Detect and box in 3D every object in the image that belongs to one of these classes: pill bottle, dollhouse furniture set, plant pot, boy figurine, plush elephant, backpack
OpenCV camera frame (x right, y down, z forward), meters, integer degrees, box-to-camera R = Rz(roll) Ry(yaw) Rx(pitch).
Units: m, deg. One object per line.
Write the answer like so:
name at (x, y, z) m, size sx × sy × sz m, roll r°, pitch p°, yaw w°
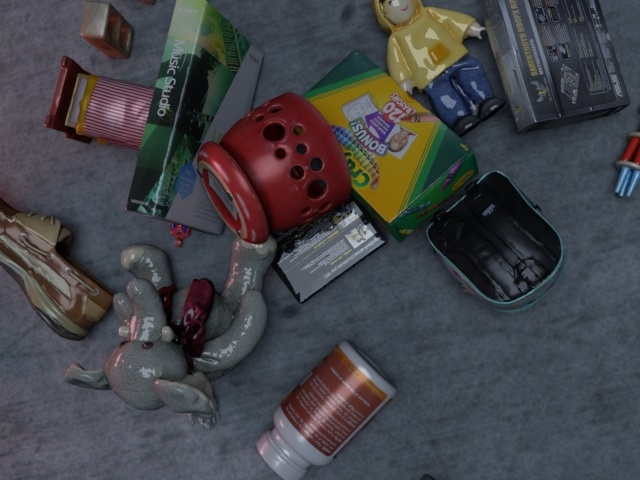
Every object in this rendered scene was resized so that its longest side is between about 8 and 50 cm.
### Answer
pill bottle at (0.006, 0.269, 1.203) m, size 0.121 × 0.121 × 0.216 m, roll 44°, pitch 91°, yaw 7°
dollhouse furniture set at (-0.288, -0.326, 1.258) m, size 0.202 × 0.152 × 0.373 m, roll 11°, pitch 87°, yaw 6°
plant pot at (-0.076, -0.099, 1.147) m, size 0.174 × 0.191 × 0.191 m, roll -32°, pitch 83°, yaw -17°
boy figurine at (0.185, -0.308, 1.245) m, size 0.177 × 0.092 × 0.285 m, roll -33°, pitch 87°, yaw 5°
plush elephant at (-0.230, 0.146, 1.156) m, size 0.272 × 0.255 × 0.329 m, roll 1°, pitch 91°, yaw 18°
backpack at (0.277, 0.016, 1.176) m, size 0.166 × 0.144 × 0.188 m, roll -41°, pitch 57°, yaw -1°

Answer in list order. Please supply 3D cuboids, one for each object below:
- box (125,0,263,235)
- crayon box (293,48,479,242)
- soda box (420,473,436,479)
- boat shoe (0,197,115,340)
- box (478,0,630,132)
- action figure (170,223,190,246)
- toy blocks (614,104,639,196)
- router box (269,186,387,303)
box at (-0.186, -0.179, 1.196) m, size 0.059 × 0.232 × 0.321 m, roll 11°, pitch 87°, yaw 17°
crayon box at (0.089, -0.151, 1.198) m, size 0.165 × 0.081 × 0.278 m, roll -42°, pitch 62°, yaw -1°
soda box at (0.120, 0.509, 1.187) m, size 0.091 × 0.098 × 0.286 m, roll 35°, pitch 90°, yaw 7°
boat shoe at (-0.465, 0.014, 1.277) m, size 0.120 × 0.122 × 0.324 m, roll -40°, pitch 91°, yaw -4°
box at (0.367, -0.297, 1.211) m, size 0.183 × 0.056 × 0.230 m, roll -14°, pitch 84°, yaw -17°
action figure at (-0.233, -0.046, 1.297) m, size 0.038 × 0.030 × 0.115 m, roll 6°, pitch 88°, yaw 1°
toy blocks at (0.535, -0.126, 1.214) m, size 0.123 × 0.054 × 0.148 m, roll 22°, pitch 88°, yaw 7°
router box at (0.000, 0.000, 1.260) m, size 0.179 × 0.046 × 0.133 m, roll -36°, pitch 83°, yaw 2°
